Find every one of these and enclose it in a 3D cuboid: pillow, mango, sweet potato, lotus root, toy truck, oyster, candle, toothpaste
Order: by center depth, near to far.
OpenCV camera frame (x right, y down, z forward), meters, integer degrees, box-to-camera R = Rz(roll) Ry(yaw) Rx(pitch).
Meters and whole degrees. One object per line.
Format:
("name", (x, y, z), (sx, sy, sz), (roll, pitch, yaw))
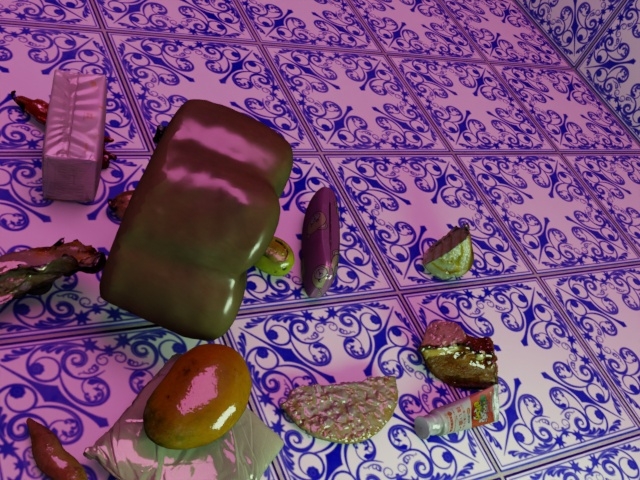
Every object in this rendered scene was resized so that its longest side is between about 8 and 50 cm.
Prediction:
("sweet potato", (-0.435, 0.384, 1.316), (0.065, 0.051, 0.218), (-17, 59, -37))
("mango", (-0.211, 0.280, 1.379), (0.151, 0.120, 0.221), (36, 51, -2))
("pillow", (-0.237, 0.377, 1.422), (0.280, 0.076, 0.274), (38, 44, 1))
("oyster", (-0.582, 0.076, 1.452), (0.361, 0.221, 0.096), (-19, 98, -32))
("toothpaste", (0.310, 0.385, 1.732), (0.234, 0.089, 0.057), (-8, 10, -35))
("lotus root", (-0.408, -0.079, 1.780), (0.151, 0.063, 0.072), (7, 61, -21))
("mango", (-0.131, 0.024, 1.832), (0.165, 0.074, 0.091), (34, 46, 24))
("candle", (-0.611, -0.268, 1.855), (0.301, 0.059, 0.084), (31, 45, 3))
("toy truck", (-0.384, -0.245, 1.969), (0.054, 0.049, 0.083), (2, 47, -30))

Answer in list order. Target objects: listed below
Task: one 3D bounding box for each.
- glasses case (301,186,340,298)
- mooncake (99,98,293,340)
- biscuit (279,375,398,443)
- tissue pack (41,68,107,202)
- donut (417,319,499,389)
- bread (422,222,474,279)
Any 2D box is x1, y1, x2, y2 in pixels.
("glasses case", (0.000, 0.000, 1.888), (0.075, 0.123, 0.316), (17, 42, -16))
("mooncake", (-0.239, -0.035, 1.544), (0.262, 0.467, 0.467), (21, 42, -9))
("biscuit", (0.054, 0.357, 1.630), (0.289, 0.038, 0.141), (-1, 51, -28))
("tissue pack", (-0.537, -0.225, 1.714), (0.124, 0.185, 0.225), (5, 63, -15))
("donut", (0.322, 0.266, 1.825), (0.186, 0.144, 0.126), (2, 34, 10))
("bread", (0.356, 0.041, 2.040), (0.110, 0.156, 0.103), (45, 30, -12))
